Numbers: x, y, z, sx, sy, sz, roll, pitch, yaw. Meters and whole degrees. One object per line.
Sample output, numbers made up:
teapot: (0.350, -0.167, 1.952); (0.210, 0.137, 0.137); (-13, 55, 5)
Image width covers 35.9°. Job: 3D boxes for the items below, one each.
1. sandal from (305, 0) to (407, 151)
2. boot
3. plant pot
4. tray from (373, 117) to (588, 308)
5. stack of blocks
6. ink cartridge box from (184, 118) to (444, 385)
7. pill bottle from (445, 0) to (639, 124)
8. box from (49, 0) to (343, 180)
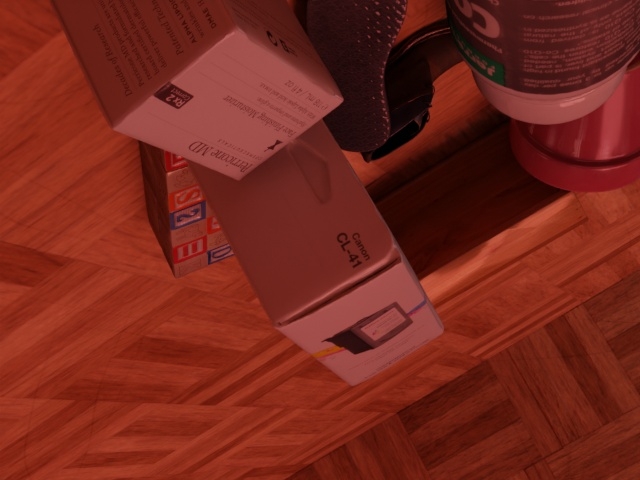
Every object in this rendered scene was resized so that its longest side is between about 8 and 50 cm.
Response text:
sandal: (0.033, -0.199, 0.996); (0.097, 0.054, 0.254); (4, 138, 0)
boot: (0.115, -0.170, 1.133); (0.219, 0.106, 0.082); (-25, 159, -5)
plant pot: (0.352, -0.193, 1.284); (0.201, 0.201, 0.180); (-23, 143, -12)
tray: (0.157, -0.001, 1.435); (0.411, 0.203, 0.076); (-32, 129, 10)
stack of blocks: (-0.104, -0.084, 1.094); (0.171, 0.087, 0.297); (-22, 158, -15)
ink cartridge box: (0.000, 0.000, 0.977); (0.131, 0.226, 0.306); (-32, 158, 4)
pill bottle: (0.214, -0.256, 0.918); (0.204, 0.204, 0.361); (-29, 158, 2)
box: (-0.101, -0.166, 0.773); (0.119, 0.182, 0.181); (-35, 158, 17)
